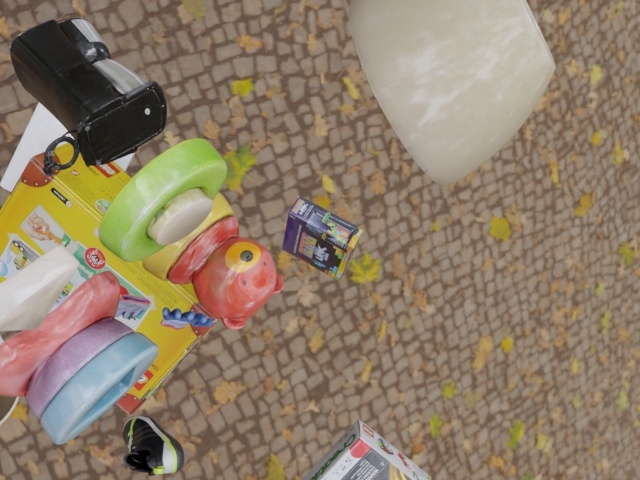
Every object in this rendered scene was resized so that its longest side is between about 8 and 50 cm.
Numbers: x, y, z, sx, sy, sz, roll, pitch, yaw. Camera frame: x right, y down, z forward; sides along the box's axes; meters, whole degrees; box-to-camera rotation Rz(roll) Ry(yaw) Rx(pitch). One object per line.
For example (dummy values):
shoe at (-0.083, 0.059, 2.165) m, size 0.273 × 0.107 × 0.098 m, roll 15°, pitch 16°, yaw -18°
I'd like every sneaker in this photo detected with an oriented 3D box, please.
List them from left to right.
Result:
sneaker at (-0.390, 0.447, 1.403) m, size 0.097 × 0.234 × 0.084 m, roll -7°, pitch 99°, yaw -43°

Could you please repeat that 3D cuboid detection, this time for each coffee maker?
coffee maker at (-0.314, -0.191, 0.823) m, size 0.171 × 0.178 × 0.120 m, roll -25°, pitch 149°, yaw -46°

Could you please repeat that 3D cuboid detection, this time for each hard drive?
hard drive at (-0.562, -0.219, 1.503) m, size 0.233 × 0.047 × 0.353 m, roll 30°, pitch 108°, yaw -14°

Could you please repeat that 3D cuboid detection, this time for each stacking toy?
stacking toy at (-0.158, 0.064, 0.617) m, size 0.130 × 0.279 × 0.309 m, roll 44°, pitch 67°, yaw 5°

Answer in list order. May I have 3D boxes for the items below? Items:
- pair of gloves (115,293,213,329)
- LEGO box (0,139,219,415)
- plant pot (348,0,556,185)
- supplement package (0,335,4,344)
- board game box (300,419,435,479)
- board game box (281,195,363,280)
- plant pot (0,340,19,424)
pair of gloves at (-0.290, 0.127, 1.113) m, size 0.198 × 0.159 × 0.023 m, roll 16°, pitch 70°, yaw -24°
LEGO box at (-0.474, 0.083, 1.437) m, size 0.500 × 0.193 × 0.372 m, roll 43°, pitch 117°, yaw -4°
plant pot at (0.193, -0.239, 0.854) m, size 0.284 × 0.191 × 0.284 m, roll 42°, pitch 34°, yaw -38°
supplement package at (-0.722, 0.254, 1.280) m, size 0.179 × 0.105 × 0.105 m, roll -48°, pitch 154°, yaw -34°
board game box at (0.020, 0.394, 0.797) m, size 0.193 × 0.053 × 0.305 m, roll 40°, pitch 99°, yaw -7°
board game box at (0.000, 0.000, 1.267) m, size 0.141 × 0.170 × 0.048 m, roll 27°, pitch 64°, yaw 6°
plant pot at (-0.863, 0.363, 1.531) m, size 0.256 × 0.274 × 0.257 m, roll 13°, pitch 63°, yaw -27°
